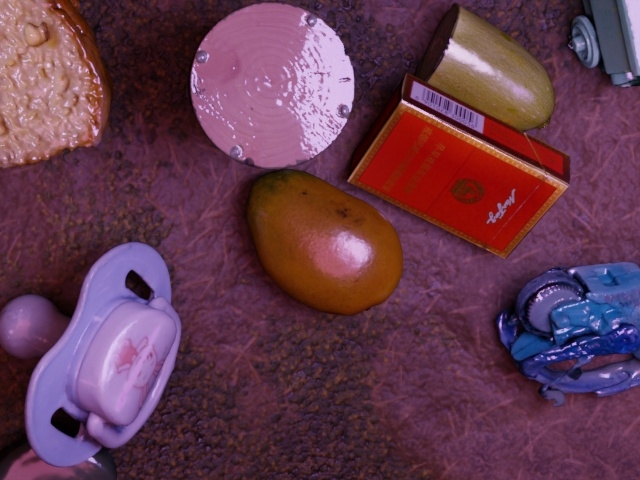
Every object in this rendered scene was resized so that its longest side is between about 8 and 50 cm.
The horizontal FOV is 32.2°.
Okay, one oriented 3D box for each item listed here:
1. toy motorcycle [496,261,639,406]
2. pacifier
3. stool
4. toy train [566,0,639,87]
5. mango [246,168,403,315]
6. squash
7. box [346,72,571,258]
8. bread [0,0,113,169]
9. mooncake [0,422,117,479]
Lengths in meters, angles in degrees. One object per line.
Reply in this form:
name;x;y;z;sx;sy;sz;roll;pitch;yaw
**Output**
toy motorcycle;0.370;0.114;1.461;0.260;0.154;0.206;-7;122;-10
pacifier;-0.296;0.129;1.370;0.226;0.238;0.287;19;73;23
stool;-0.066;-0.181;1.291;0.179;0.264;0.179;-1;98;-6
toy train;0.371;-0.332;1.358;0.120;0.202;0.300;-17;100;-9
mango;-0.001;0.006;1.403;0.221;0.120;0.151;28;91;-3
squash;0.217;-0.202;1.399;0.187;0.123;0.123;30;94;-10
box;0.173;-0.090;1.398;0.240;0.074;0.153;26;128;-10
bread;-0.374;-0.245;1.288;0.194;0.179;0.340;-32;103;0
mooncake;-0.343;0.320;1.413;0.175;0.104;0.168;-21;97;-6
